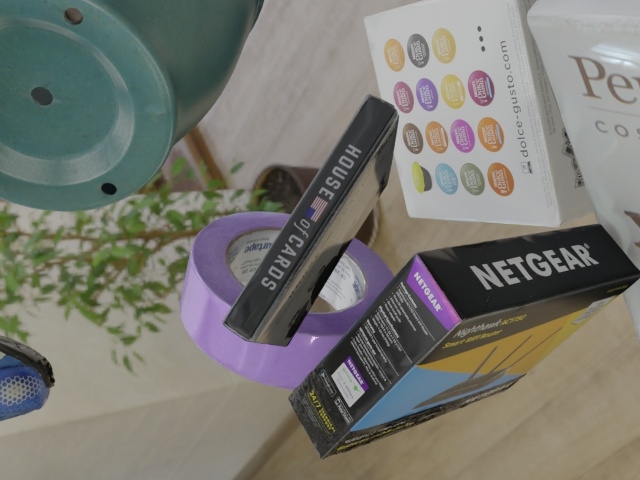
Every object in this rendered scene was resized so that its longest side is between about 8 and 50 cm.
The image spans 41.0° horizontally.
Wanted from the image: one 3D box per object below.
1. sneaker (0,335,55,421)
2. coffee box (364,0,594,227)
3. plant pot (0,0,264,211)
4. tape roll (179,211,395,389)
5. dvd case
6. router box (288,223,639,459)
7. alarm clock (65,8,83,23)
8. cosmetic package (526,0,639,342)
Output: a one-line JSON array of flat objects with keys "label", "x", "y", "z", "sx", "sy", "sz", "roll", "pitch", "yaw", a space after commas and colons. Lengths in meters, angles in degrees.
[{"label": "sneaker", "x": -0.297, "y": 0.153, "z": 0.465, "sx": 0.147, "sy": 0.330, "sz": 0.130, "roll": 64, "pitch": 169, "yaw": 2}, {"label": "coffee box", "x": 0.324, "y": -0.234, "z": 1.318, "sx": 0.334, "sy": 0.338, "sz": 0.337, "roll": 7, "pitch": 115, "yaw": 57}, {"label": "plant pot", "x": -0.182, "y": -0.169, "z": 0.646, "sx": 0.255, "sy": 0.272, "sz": 0.271, "roll": -88, "pitch": 21, "yaw": -50}, {"label": "tape roll", "x": -0.040, "y": 0.070, "z": 1.116, "sx": 0.275, "sy": 0.275, "sz": 0.090, "roll": 45, "pitch": 130, "yaw": 41}, {"label": "dvd case", "x": 0.000, "y": 0.000, "z": 0.660, "sx": 0.030, "sy": 0.238, "sz": 0.179, "roll": 32, "pitch": 85, "yaw": 7}, {"label": "router box", "x": 0.085, "y": 0.054, "z": 0.493, "sx": 0.046, "sy": 0.179, "sz": 0.133, "roll": 57, "pitch": 132, "yaw": 24}, {"label": "alarm clock", "x": -0.313, "y": -0.195, "z": 0.876, "sx": 0.064, "sy": 0.192, "sz": 0.129, "roll": -68, "pitch": -15, "yaw": -63}, {"label": "cosmetic package", "x": 0.389, "y": -0.050, "z": 0.486, "sx": 0.329, "sy": 0.327, "sz": 0.393, "roll": 22, "pitch": 150, "yaw": 51}]
